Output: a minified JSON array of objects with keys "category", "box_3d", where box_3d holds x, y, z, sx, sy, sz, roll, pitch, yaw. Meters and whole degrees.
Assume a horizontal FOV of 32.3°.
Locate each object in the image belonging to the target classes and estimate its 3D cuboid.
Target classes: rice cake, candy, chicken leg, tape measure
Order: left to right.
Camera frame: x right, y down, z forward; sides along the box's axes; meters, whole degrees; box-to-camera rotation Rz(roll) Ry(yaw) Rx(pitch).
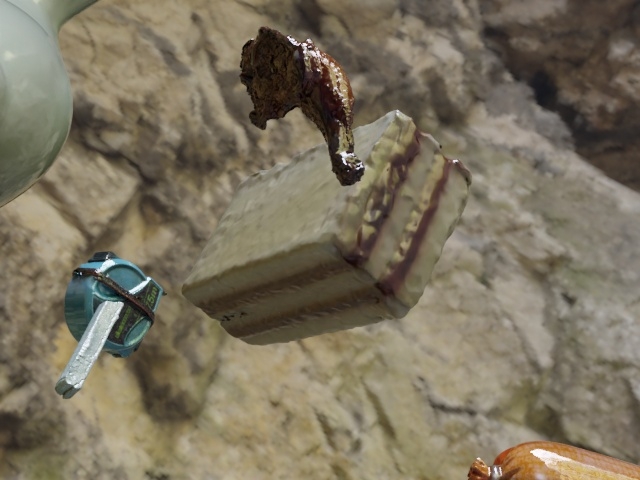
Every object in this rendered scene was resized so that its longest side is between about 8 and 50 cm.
[{"category":"rice cake","box_3d":[-0.289,0.132,1.385,0.033,0.029,0.171,-41,18,32]},{"category":"tape measure","box_3d":[-0.287,0.091,1.522,0.146,0.081,0.125,45,-126,-39]},{"category":"chicken leg","box_3d":[-0.015,-0.122,0.926,0.053,0.205,0.093,12,-73,-33]},{"category":"candy","box_3d":[0.000,0.000,1.196,0.135,0.320,0.179,39,-121,-21]}]

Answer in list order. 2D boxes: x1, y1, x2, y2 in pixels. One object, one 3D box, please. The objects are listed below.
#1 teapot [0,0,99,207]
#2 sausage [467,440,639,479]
[{"category":"teapot","box_3d":[-0.210,-0.100,0.592,0.318,0.219,0.149,-59,-40,-60]},{"category":"sausage","box_3d":[0.235,0.163,0.552,0.053,0.347,0.053,-162,90,-84]}]
